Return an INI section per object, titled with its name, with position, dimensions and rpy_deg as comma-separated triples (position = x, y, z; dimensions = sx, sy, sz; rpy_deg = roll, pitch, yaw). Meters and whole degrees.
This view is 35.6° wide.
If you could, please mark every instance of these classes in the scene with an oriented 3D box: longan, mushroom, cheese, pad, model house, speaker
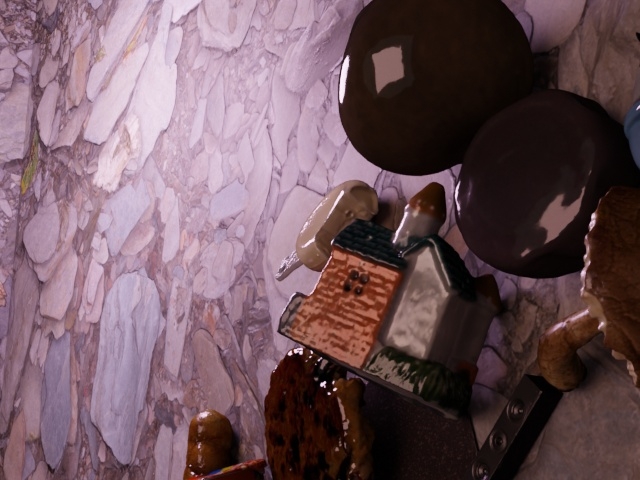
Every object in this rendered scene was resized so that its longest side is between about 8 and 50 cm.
[longan]
position = 0.159, -0.225, 1.426
dimensions = 0.300, 0.243, 0.300
rpy_deg = 15, 119, 28
[mushroom]
position = 0.321, 0.100, 1.096
dimensions = 0.302, 0.232, 0.208
rpy_deg = -58, 32, 26
[cheese]
position = 0.005, -0.014, 1.708
dimensions = 0.163, 0.070, 0.249
rpy_deg = -62, 17, -22
[pad]
position = 0.116, 0.305, 1.535
dimensions = 0.330, 0.004, 0.220
rpy_deg = -40, 50, 43
[model house]
position = 0.127, 0.069, 1.408
dimensions = 0.271, 0.190, 0.301
rpy_deg = 21, 86, 32
[speaker]
position = 0.250, 0.266, 1.315
dimensions = 0.040, 0.046, 0.191
rpy_deg = 47, 118, 48

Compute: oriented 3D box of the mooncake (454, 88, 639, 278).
[mooncake]
position = 0.291, -0.069, 1.273
dimensions = 0.245, 0.133, 0.245
rpy_deg = -22, 63, 52

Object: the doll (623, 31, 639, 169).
[doll]
position = 0.420, -0.180, 1.114
dimensions = 0.177, 0.141, 0.314
rpy_deg = -25, 57, 53

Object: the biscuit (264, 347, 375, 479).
[biscuit]
position = -0.001, 0.316, 1.615
dimensions = 0.334, 0.081, 0.290
rpy_deg = -23, 70, 61

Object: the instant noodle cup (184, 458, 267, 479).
[instant noodle cup]
position = -0.187, 0.502, 1.714
dimensions = 0.250, 0.250, 0.192
rpy_deg = -28, 76, 49

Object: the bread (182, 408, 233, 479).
[bread]
position = -0.224, 0.497, 1.907
dimensions = 0.124, 0.083, 0.344
rpy_deg = 155, 122, -76
